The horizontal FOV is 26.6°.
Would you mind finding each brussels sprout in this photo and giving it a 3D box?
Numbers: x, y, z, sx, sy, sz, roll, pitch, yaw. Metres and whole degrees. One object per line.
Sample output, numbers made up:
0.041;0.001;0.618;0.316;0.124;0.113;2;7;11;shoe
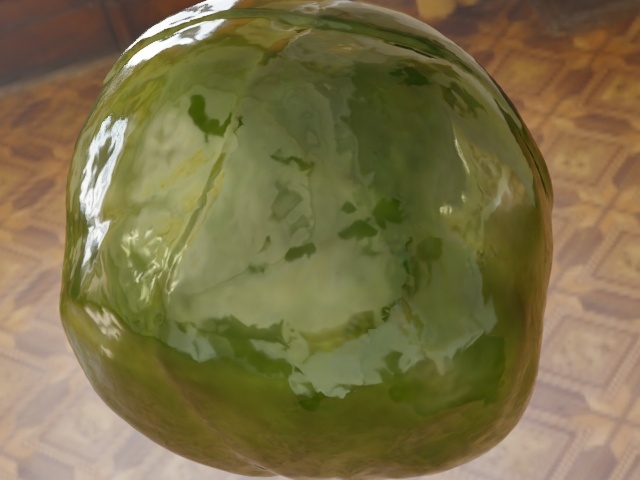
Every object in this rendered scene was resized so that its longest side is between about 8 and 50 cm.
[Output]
-0.003;-0.005;0.818;0.289;0.281;0.354;3;-1;15;brussels sprout
